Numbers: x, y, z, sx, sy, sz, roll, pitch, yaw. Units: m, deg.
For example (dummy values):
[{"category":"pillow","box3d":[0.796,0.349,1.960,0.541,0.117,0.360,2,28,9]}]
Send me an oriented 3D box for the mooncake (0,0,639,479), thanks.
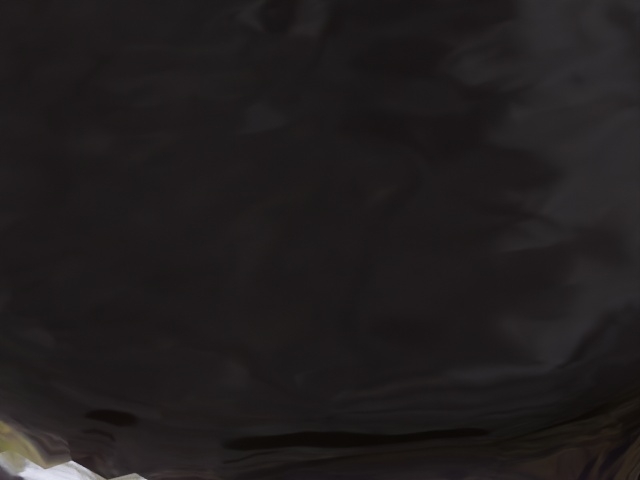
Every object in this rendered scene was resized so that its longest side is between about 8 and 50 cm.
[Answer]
[{"category":"mooncake","box3d":[0.000,0.000,0.499,0.283,0.283,0.141,-35,143,-26]}]
